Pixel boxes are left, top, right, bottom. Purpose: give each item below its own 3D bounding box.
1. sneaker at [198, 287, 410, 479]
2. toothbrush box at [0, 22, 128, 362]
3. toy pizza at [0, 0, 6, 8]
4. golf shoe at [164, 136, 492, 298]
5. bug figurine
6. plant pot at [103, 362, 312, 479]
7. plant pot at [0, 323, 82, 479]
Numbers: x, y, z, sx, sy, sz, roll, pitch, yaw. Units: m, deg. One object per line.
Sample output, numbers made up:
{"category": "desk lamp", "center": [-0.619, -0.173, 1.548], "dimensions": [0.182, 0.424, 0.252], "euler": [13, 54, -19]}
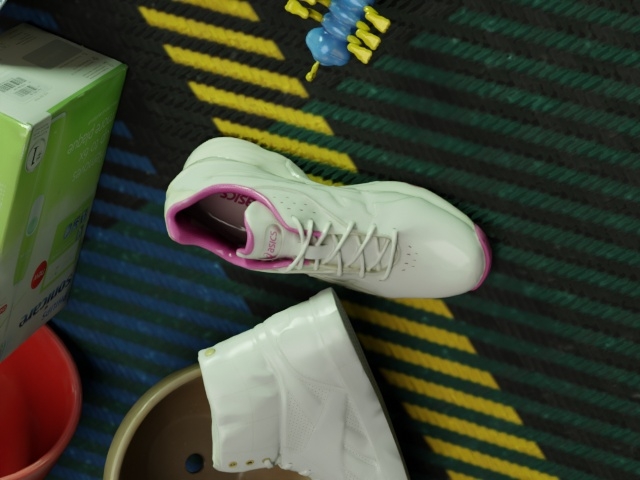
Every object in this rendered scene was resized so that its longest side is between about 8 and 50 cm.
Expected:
{"category": "sneaker", "center": [-0.015, 0.192, 1.399], "dimensions": [0.169, 0.108, 0.292], "euler": [-22, 118, 2]}
{"category": "toothbrush box", "center": [-0.304, -0.036, 1.397], "dimensions": [0.122, 0.206, 0.283], "euler": [24, 116, 8]}
{"category": "toy pizza", "center": [-0.341, -0.246, 1.366], "dimensions": [0.201, 0.032, 0.201], "euler": [-13, 62, 26]}
{"category": "golf shoe", "center": [0.000, 0.000, 1.344], "dimensions": [0.306, 0.140, 0.115], "euler": [14, 113, 12]}
{"category": "bug figurine", "center": [-0.030, -0.283, 1.277], "dimensions": [0.279, 0.072, 0.216], "euler": [38, 112, 7]}
{"category": "plant pot", "center": [-0.107, 0.229, 1.463], "dimensions": [0.237, 0.110, 0.237], "euler": [-2, 94, -23]}
{"category": "plant pot", "center": [-0.407, 0.215, 1.516], "dimensions": [0.275, 0.275, 0.243], "euler": [32, 128, 4]}
